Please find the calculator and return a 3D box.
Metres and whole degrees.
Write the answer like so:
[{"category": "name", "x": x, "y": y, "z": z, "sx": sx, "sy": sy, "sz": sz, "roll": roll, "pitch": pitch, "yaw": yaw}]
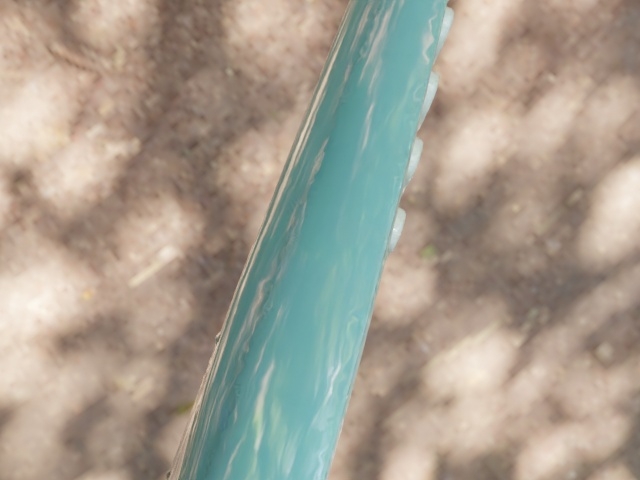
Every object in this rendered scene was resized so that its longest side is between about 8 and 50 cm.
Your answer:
[{"category": "calculator", "x": 0.000, "y": 0.000, "z": 0.747, "sx": 0.256, "sy": 0.054, "sz": 0.386, "roll": 114, "pitch": -4, "yaw": -63}]
